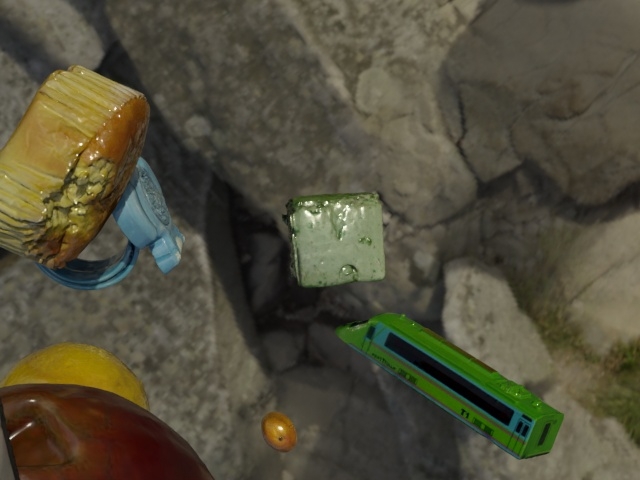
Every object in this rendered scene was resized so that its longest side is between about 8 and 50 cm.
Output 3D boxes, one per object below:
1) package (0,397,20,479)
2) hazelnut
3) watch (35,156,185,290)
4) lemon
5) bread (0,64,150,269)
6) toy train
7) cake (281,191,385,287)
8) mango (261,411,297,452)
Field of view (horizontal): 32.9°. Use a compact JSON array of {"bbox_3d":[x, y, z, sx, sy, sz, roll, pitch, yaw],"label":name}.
[{"bbox_3d":[-0.262,0.236,0.748,0.062,0.204,0.250,12,120,5],"label":"package"},{"bbox_3d":[-0.309,0.342,1.125,0.402,0.402,0.429,32,110,9],"label":"hazelnut"},{"bbox_3d":[-0.320,-0.016,1.570,0.193,0.211,0.211,-23,107,7],"label":"watch"},{"bbox_3d":[-0.363,0.260,1.569,0.236,0.236,0.263,32,150,9],"label":"lemon"},{"bbox_3d":[-0.312,-0.091,1.347,0.133,0.250,0.179,28,156,4],"label":"bread"},{"bbox_3d":[0.095,0.100,0.858,0.209,0.044,0.042,31,108,39],"label":"toy train"},{"bbox_3d":[0.010,0.000,1.235,0.099,0.235,0.100,-4,90,-5],"label":"cake"},{"bbox_3d":[-0.056,0.269,1.527,0.046,0.089,0.060,-31,79,2],"label":"mango"}]
